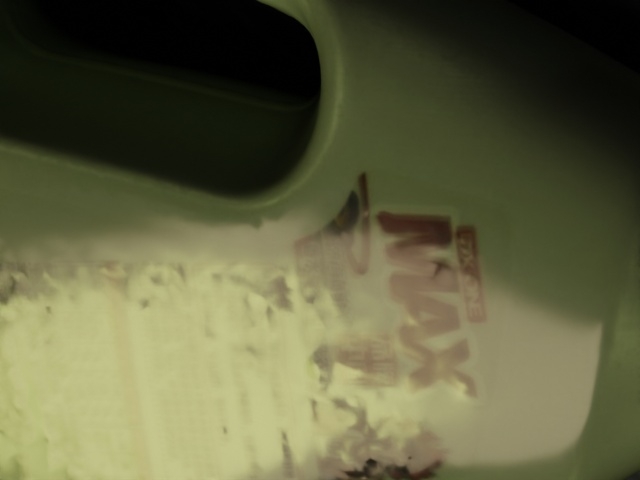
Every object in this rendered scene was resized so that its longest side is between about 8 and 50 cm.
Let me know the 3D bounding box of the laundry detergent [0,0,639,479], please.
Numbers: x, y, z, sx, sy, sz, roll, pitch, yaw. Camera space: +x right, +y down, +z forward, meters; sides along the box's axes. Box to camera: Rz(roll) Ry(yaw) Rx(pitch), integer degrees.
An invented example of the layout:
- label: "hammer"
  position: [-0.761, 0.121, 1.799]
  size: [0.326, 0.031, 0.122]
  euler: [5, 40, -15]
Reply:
- label: "laundry detergent"
  position: [0.000, 0.000, 0.535]
  size: [0.397, 0.125, 0.264]
  euler: [0, 108, 19]
